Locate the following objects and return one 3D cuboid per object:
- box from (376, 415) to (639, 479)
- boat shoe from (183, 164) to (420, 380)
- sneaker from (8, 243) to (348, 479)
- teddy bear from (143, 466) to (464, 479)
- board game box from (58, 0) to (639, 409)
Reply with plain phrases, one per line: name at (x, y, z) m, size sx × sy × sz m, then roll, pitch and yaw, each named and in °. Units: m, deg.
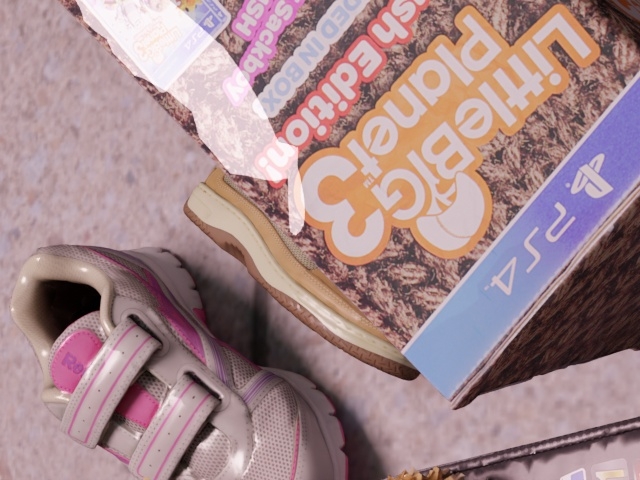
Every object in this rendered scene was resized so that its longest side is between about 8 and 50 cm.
box at (0.125, 0.220, 0.752) m, size 0.216 × 0.060 × 0.270 m, roll -19°, pitch 68°, yaw 36°
boat shoe at (0.000, 0.000, 0.910) m, size 0.190 × 0.068 × 0.072 m, roll 39°, pitch 94°, yaw 39°
sneaker at (-0.089, 0.086, 0.931) m, size 0.252 × 0.111 × 0.103 m, roll 38°, pitch 106°, yaw 39°
teddy bear at (-0.060, 0.220, 0.780) m, size 0.338 × 0.113 × 0.245 m, roll -10°, pitch 69°, yaw 32°
board game box at (0.044, -0.092, 0.728) m, size 0.291 × 0.232 × 0.141 m, roll 45°, pitch 111°, yaw 18°
